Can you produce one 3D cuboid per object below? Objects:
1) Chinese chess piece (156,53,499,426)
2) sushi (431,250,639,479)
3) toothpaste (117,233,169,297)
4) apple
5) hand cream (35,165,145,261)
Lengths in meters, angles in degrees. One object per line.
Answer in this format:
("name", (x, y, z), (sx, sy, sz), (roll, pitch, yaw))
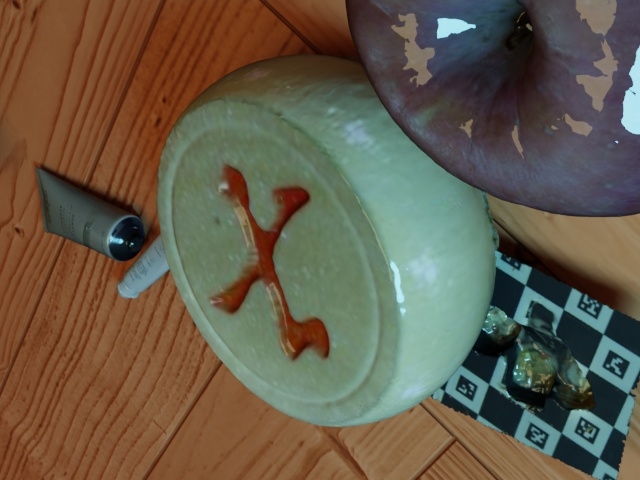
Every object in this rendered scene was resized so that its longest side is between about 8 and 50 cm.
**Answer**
("Chinese chess piece", (0.000, 0.000, 1.157), (0.338, 0.140, 0.338), (26, 128, 39))
("sushi", (0.194, 0.097, 1.151), (0.210, 0.040, 0.192), (26, 128, 31))
("toothpaste", (-0.177, 0.016, 1.442), (0.048, 0.031, 0.190), (54, 135, 3))
("apple", (0.171, -0.163, 0.856), (0.306, 0.235, 0.305), (21, 126, 32))
("hand cream", (-0.269, -0.023, 1.485), (0.186, 0.054, 0.087), (22, 125, 39))
